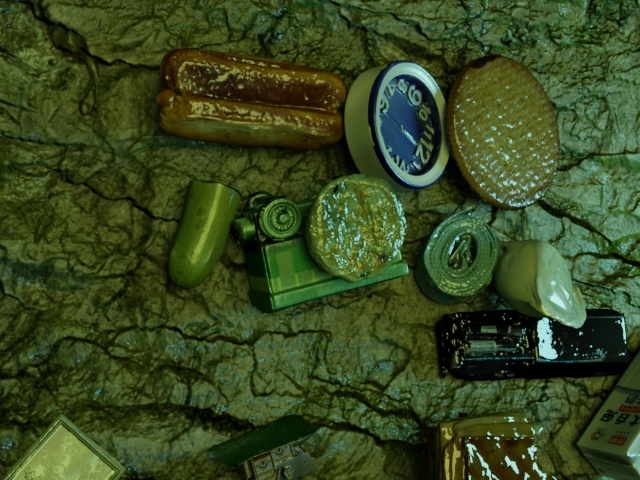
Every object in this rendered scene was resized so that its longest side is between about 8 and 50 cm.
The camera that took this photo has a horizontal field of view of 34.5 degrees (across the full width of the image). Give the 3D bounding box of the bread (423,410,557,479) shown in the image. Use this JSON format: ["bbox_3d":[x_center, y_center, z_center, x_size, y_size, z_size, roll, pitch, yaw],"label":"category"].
[{"bbox_3d":[0.319,0.461,1.777,0.370,0.191,0.314,9,71,-31],"label":"bread"}]

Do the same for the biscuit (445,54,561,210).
[{"bbox_3d":[0.348,-0.204,1.963,0.305,0.038,0.305,7,78,-36],"label":"biscuit"}]

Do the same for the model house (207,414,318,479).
[{"bbox_3d":[-0.084,0.364,1.694,0.167,0.117,0.088,-20,103,-24],"label":"model house"}]

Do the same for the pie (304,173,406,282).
[{"bbox_3d":[0.059,-0.021,1.706,0.187,0.041,0.187,-2,96,-25],"label":"pie"}]

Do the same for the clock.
[{"bbox_3d":[0.141,-0.203,1.851,0.230,0.083,0.230,9,78,-49],"label":"clock"}]

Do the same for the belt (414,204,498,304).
[{"bbox_3d":[0.250,0.036,1.889,0.163,0.082,0.148,-30,80,-20],"label":"belt"}]

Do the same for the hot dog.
[{"bbox_3d":[-0.119,-0.238,1.787,0.348,0.117,0.158,3,82,-22],"label":"hot dog"}]

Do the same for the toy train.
[{"bbox_3d":[0.000,0.000,1.769,0.300,0.120,0.202,-14,99,-23],"label":"toy train"}]

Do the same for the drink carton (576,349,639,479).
[{"bbox_3d":[0.630,0.309,1.942,0.106,0.130,0.315,50,66,-20],"label":"drink carton"}]

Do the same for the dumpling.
[{"bbox_3d":[0.410,0.086,1.871,0.179,0.252,0.131,32,104,-21],"label":"dumpling"}]

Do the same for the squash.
[{"bbox_3d":[-0.199,-0.004,1.726,0.095,0.095,0.188,19,77,-16],"label":"squash"}]

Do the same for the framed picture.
[{"bbox_3d":[-0.414,0.384,1.607,0.142,0.011,0.183,44,68,-8],"label":"framed picture"}]

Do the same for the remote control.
[{"bbox_3d":[0.407,0.188,1.927,0.398,0.062,0.145,0,79,-21],"label":"remote control"}]
